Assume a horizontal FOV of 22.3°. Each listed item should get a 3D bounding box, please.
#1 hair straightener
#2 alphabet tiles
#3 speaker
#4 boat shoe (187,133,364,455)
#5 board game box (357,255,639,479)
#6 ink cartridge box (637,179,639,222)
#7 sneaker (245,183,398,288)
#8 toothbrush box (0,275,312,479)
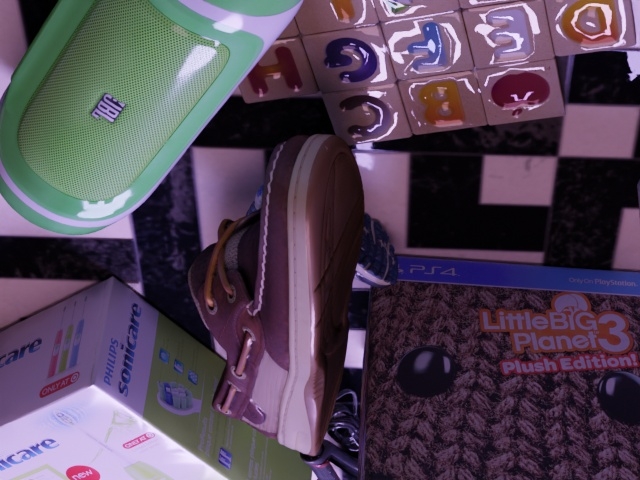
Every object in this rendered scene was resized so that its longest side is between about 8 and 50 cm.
[{"bbox_3d":[0.018,0.184,1.471,0.047,0.089,0.230,17,160,27],"label":"hair straightener"},{"bbox_3d":[0.054,-0.192,1.077,0.285,0.011,0.342,-7,138,13],"label":"alphabet tiles"},{"bbox_3d":[-0.119,-0.123,1.074,0.131,0.131,0.296,22,140,-20],"label":"speaker"},{"bbox_3d":[-0.043,0.042,1.218,0.123,0.123,0.342,15,146,9],"label":"boat shoe"},{"bbox_3d":[0.146,0.171,1.276,0.232,0.291,0.141,3,139,0],"label":"board game box"},{"bbox_3d":[0.312,-0.042,1.158,0.061,0.104,0.181,27,135,-24],"label":"ink cartridge box"},{"bbox_3d":[0.000,0.000,1.282,0.135,0.052,0.058,32,137,-16],"label":"sneaker"},{"bbox_3d":[-0.171,0.184,1.451,0.206,0.122,0.283,-25,130,29],"label":"toothbrush box"}]
